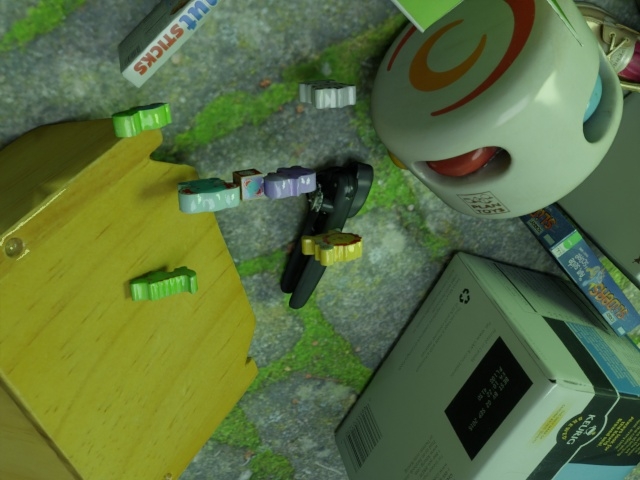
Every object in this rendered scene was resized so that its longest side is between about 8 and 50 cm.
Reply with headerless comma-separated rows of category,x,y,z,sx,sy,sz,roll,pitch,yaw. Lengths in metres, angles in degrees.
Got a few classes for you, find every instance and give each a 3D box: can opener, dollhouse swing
can opener,0.000,0.000,0.749,0.073,0.059,0.186,10,121,-26
dollhouse swing,-0.298,0.078,0.705,0.315,0.305,0.347,-50,139,-35

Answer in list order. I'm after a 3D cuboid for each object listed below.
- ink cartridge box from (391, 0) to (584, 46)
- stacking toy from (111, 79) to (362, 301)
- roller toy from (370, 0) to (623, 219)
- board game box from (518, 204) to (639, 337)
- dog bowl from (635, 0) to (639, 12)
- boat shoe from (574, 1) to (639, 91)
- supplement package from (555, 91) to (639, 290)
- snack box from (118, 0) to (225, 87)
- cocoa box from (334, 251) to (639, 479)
ink cartridge box,0.049,-0.223,0.464,0.097,0.255,0.189,-35,130,26
stacking toy,-0.063,-0.043,0.617,0.221,0.052,0.167,-13,115,-25
roller toy,0.154,-0.121,0.628,0.209,0.191,0.146,-43,128,13
board game box,0.282,0.013,0.807,0.035,0.136,0.201,-40,127,12
dog bowl,0.452,-0.303,0.655,0.349,0.102,0.348,-10,128,-13
boat shoe,0.292,-0.191,0.709,0.170,0.059,0.063,9,122,-25
supplement package,0.388,-0.019,0.782,0.149,0.194,0.203,-44,127,14
snack box,-0.094,-0.200,0.564,0.178,0.064,0.022,-41,126,13
cocoa box,0.216,0.230,0.883,0.228,0.231,0.347,14,119,-28
